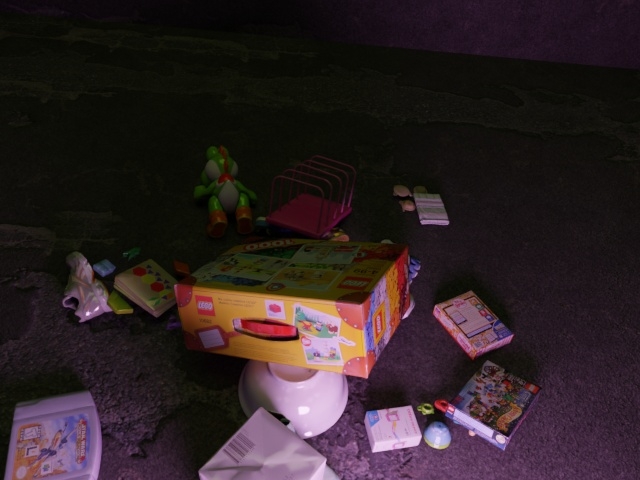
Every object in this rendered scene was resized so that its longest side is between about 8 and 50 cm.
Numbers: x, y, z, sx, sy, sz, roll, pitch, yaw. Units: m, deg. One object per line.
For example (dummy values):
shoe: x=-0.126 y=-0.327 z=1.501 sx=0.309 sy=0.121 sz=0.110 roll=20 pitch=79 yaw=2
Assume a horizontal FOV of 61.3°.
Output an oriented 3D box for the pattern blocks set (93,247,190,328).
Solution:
pattern blocks set: x=-0.499 y=0.140 z=1.604 sx=0.325 sy=0.026 sz=0.285 roll=42 pitch=39 yaw=23

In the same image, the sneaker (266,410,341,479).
sneaker: x=-0.058 y=0.492 z=1.236 sx=0.255 sy=0.151 sz=0.094 roll=26 pitch=45 yaw=20

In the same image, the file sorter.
file sorter: x=-0.024 y=-0.162 z=1.866 sx=0.202 sy=0.182 sz=0.290 roll=19 pitch=28 yaw=18

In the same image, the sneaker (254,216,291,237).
sneaker: x=-0.153 y=-0.034 z=1.865 sx=0.152 sy=0.058 sz=0.085 roll=8 pitch=45 yaw=-1

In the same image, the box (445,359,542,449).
box: x=0.451 y=0.416 z=1.398 sx=0.159 sy=0.044 sz=0.233 roll=24 pitch=34 yaw=32

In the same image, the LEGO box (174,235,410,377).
LEGO box: x=-0.055 y=0.146 z=1.411 sx=0.500 sy=0.193 sz=0.372 roll=3 pitch=21 yaw=25

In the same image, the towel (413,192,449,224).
towel: x=0.412 y=-0.118 z=2.026 sx=0.113 sy=0.023 sz=0.152 roll=3 pitch=47 yaw=-11

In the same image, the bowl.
bowl: x=-0.069 y=0.347 z=1.405 sx=0.297 sy=0.134 sz=0.298 roll=2 pitch=43 yaw=-2

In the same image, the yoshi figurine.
yoshi figurine: x=-0.349 y=-0.169 z=1.948 sx=0.203 sy=0.203 sz=0.362 roll=-30 pitch=57 yaw=21

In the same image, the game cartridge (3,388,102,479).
game cartridge: x=-0.616 y=0.490 z=1.256 sx=0.198 sy=0.062 sz=0.297 roll=-11 pitch=45 yaw=-11

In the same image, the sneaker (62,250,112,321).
sneaker: x=-0.719 y=0.134 z=1.601 sx=0.121 sy=0.099 sz=0.262 roll=-29 pitch=51 yaw=-26

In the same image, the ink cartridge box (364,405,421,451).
ink cartridge box: x=0.181 y=0.471 z=1.355 sx=0.122 sy=0.052 sz=0.088 roll=-4 pitch=43 yaw=-12

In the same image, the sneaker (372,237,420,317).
sneaker: x=0.194 y=0.103 z=1.646 sx=0.182 sy=0.127 sz=0.315 roll=44 pitch=35 yaw=-16

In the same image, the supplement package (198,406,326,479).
supplement package: x=-0.117 y=0.518 z=1.095 sx=0.175 sy=0.293 sz=0.177 roll=30 pitch=48 yaw=24

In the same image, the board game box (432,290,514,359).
board game box: x=0.457 y=0.250 z=1.626 sx=0.146 sy=0.045 sz=0.193 roll=-17 pitch=47 yaw=-22

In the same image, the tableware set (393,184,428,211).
tableware set: x=0.364 y=-0.164 z=2.083 sx=0.168 sy=0.020 sz=0.141 roll=-2 pitch=48 yaw=-13

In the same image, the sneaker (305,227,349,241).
sneaker: x=0.000 y=0.000 z=1.844 sx=0.185 sy=0.070 sz=0.084 roll=-10 pitch=36 yaw=-25

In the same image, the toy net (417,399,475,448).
toy net: x=0.370 y=0.465 z=1.393 sx=0.232 sy=0.045 sz=0.122 roll=-1 pitch=28 yaw=-11
